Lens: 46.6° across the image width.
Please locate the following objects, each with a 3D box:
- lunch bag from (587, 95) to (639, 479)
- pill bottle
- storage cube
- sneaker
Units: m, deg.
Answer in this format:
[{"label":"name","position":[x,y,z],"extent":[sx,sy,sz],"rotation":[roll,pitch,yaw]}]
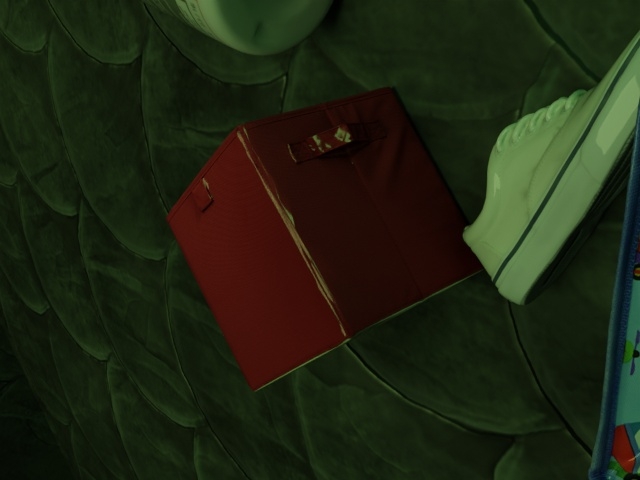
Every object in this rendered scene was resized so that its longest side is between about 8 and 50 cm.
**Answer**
[{"label":"lunch bag","position":[0.233,-0.035,0.358],"extent":[0.138,0.221,0.293],"rotation":[7,112,49]},{"label":"pill bottle","position":[-0.125,-0.298,0.723],"extent":[0.283,0.161,0.161],"rotation":[34,131,37]},{"label":"storage cube","position":[0.000,0.000,0.694],"extent":[0.215,0.184,0.193],"rotation":[-37,78,52]},{"label":"sneaker","position":[0.169,-0.059,0.530],"extent":[0.091,0.094,0.258],"rotation":[44,138,22]}]
